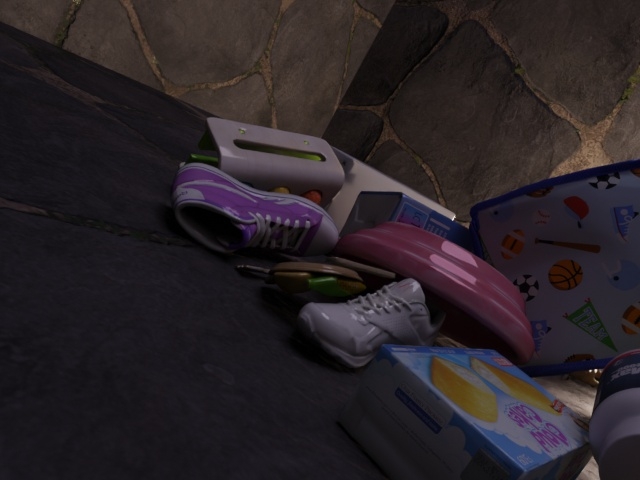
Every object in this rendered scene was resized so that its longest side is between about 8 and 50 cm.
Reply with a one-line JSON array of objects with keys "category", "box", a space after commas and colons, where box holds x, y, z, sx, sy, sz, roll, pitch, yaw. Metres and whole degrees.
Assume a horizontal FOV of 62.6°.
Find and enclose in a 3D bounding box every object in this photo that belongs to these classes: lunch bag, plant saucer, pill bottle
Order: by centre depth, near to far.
[{"category": "pill bottle", "box": [0.313, 0.178, 0.493, 0.108, 0.108, 0.180, 34, 24, 22]}, {"category": "plant saucer", "box": [0.179, 0.071, 0.816, 0.332, 0.084, 0.332, 31, -9, 5]}, {"category": "lunch bag", "box": [0.471, 0.055, 0.890, 0.386, 0.327, 0.239, -12, -19, 13]}]

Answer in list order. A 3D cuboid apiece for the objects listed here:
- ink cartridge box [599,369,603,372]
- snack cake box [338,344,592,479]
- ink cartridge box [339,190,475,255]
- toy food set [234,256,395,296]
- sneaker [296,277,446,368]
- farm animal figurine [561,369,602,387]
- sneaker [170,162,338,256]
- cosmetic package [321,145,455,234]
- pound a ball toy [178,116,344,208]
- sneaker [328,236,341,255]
[{"category": "ink cartridge box", "box": [0.745, 0.287, 1.454, 0.283, 0.117, 0.207, 35, 12, 29]}, {"category": "snack cake box", "box": [0.160, 0.185, 0.520, 0.152, 0.089, 0.264, 37, 13, 38]}, {"category": "ink cartridge box", "box": [0.258, 0.046, 1.124, 0.396, 0.151, 0.270, 28, -1, -15]}, {"category": "toy food set", "box": [-0.010, 0.055, 0.679, 0.132, 0.038, 0.192, 16, -15, -42]}, {"category": "sneaker", "box": [0.069, 0.090, 0.643, 0.232, 0.115, 0.090, 18, 16, -46]}, {"category": "farm animal figurine", "box": [0.606, 0.244, 1.067, 0.172, 0.330, 0.326, 31, 39, -4]}, {"category": "sneaker", "box": [-0.089, -0.012, 0.793, 0.282, 0.102, 0.161, 17, 22, -22]}, {"category": "cosmetic package", "box": [0.148, -0.076, 1.385, 0.366, 0.197, 0.155, 24, 12, -30]}, {"category": "pound a ball toy", "box": [-0.101, -0.090, 0.991, 0.319, 0.208, 0.135, 2, 53, -43]}, {"category": "sneaker", "box": [0.000, 0.000, 1.060, 0.118, 0.042, 0.067, 25, 5, 18]}]
